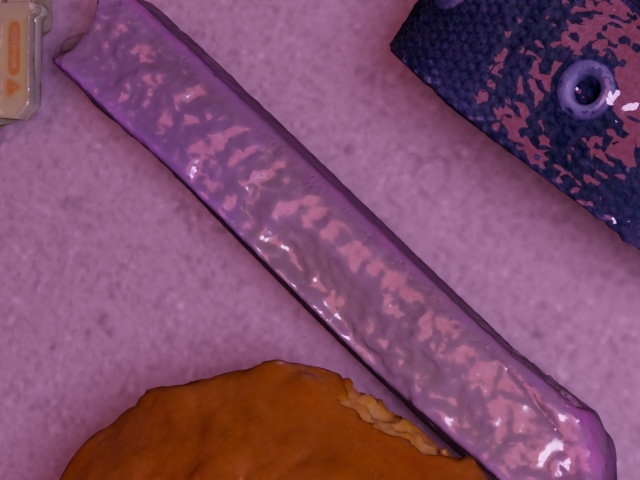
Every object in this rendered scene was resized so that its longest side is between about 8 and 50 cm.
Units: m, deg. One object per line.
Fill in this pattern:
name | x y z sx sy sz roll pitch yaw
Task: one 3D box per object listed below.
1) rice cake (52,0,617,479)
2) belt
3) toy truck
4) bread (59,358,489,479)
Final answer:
rice cake | 0.001 0.000 0.819 0.399 0.070 0.064 43 91 19
belt | 0.147 -0.080 0.754 0.218 0.122 0.128 42 106 16
toy truck | -0.197 -0.139 0.904 0.100 0.077 0.168 -2 78 20
bread | -0.028 0.184 0.758 0.269 0.146 0.268 -4 75 16
